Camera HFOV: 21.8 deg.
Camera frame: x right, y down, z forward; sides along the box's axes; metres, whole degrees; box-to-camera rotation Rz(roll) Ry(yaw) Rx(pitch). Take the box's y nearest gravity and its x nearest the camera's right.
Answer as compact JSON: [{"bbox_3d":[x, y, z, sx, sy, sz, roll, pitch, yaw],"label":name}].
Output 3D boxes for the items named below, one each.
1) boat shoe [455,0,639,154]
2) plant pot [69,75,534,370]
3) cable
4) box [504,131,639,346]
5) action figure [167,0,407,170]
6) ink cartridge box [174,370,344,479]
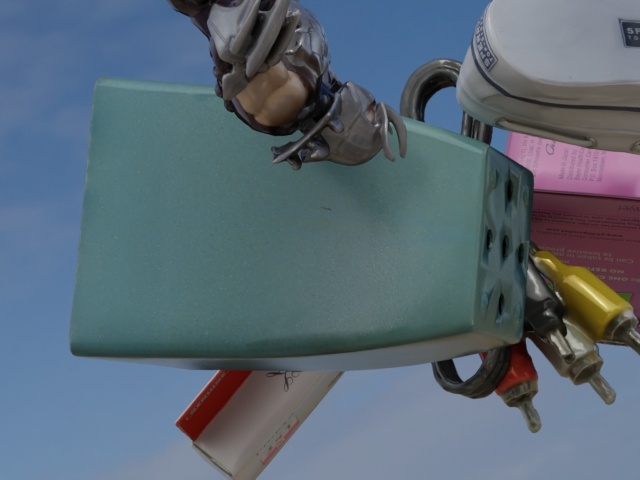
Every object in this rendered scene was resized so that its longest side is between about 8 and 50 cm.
[{"bbox_3d":[0.203,-0.092,0.949,0.258,0.095,0.084,9,-28,-11],"label":"boat shoe"},{"bbox_3d":[0.000,0.000,0.993,0.234,0.165,0.166,3,-6,22],"label":"plant pot"},{"bbox_3d":[0.115,0.006,1.194,0.139,0.287,0.072,-34,-34,11],"label":"cable"},{"bbox_3d":[0.222,-0.066,1.274,0.117,0.213,0.243,5,-27,17],"label":"box"},{"bbox_3d":[-0.061,-0.133,0.812,0.099,0.285,0.185,-48,11,0],"label":"action figure"},{"bbox_3d":[-0.013,0.098,1.530,0.275,0.060,0.239,-50,-10,-9],"label":"ink cartridge box"}]
